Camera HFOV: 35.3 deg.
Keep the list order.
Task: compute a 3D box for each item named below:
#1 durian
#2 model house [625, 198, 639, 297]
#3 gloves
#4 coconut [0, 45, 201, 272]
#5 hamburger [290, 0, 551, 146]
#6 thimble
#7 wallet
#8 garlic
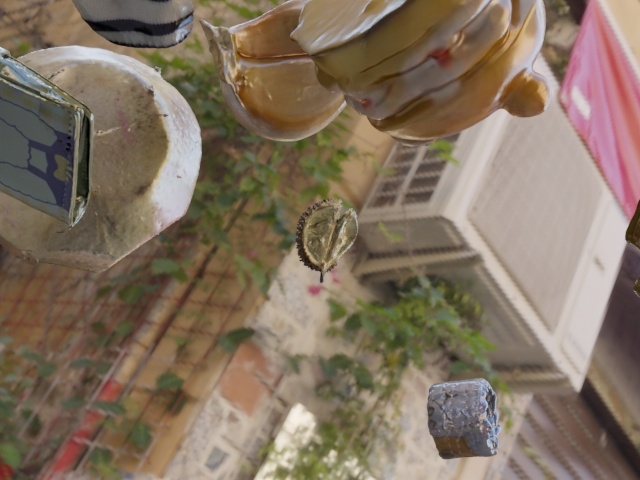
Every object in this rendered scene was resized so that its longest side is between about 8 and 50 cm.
[{"bbox_3d":[0.002,0.001,1.643,0.110,0.140,0.071,13,-7,-25],"label":"durian"},{"bbox_3d":[0.639,0.033,1.782,0.239,0.173,0.268,35,-58,35],"label":"model house"},{"bbox_3d":[-0.206,-0.299,1.005,0.140,0.131,0.218,37,-31,38],"label":"gloves"},{"bbox_3d":[-0.355,-0.113,1.490,0.353,0.352,0.352,22,-29,13],"label":"coconut"},{"bbox_3d":[0.132,-0.235,1.149,0.237,0.276,0.276,40,-30,-28],"label":"hamburger"},{"bbox_3d":[0.271,0.333,1.891,0.118,0.151,0.127,-10,-48,18],"label":"thimble"},{"bbox_3d":[-0.400,-0.149,1.121,0.309,0.077,0.223,25,-39,0],"label":"wallet"},{"bbox_3d":[-0.062,-0.355,1.980,0.249,0.313,0.286,93,-23,-46],"label":"garlic"}]
